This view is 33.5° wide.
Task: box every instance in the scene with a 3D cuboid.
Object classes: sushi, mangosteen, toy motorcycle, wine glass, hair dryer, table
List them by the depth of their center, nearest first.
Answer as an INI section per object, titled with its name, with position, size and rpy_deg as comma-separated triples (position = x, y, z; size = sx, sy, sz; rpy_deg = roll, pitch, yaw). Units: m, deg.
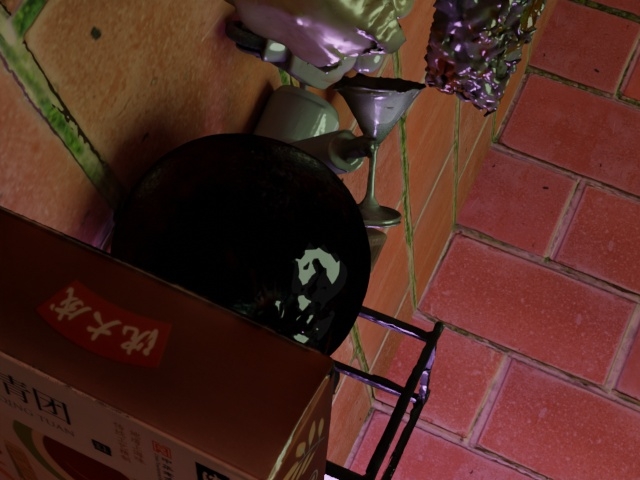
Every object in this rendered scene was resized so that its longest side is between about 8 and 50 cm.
[mangosteen]
position = -0.094, 0.012, 1.179
size = 0.300, 0.300, 0.300
rpy_deg = -59, 164, -30
[toy motorcycle]
position = -0.001, -0.246, 1.302
size = 0.260, 0.170, 0.110
rpy_deg = -35, 146, -61
[hair dryer]
position = 0.001, -0.114, 1.327
size = 0.357, 0.107, 0.173
rpy_deg = 2, -113, 66
[table]
position = -0.034, 0.219, 1.539
size = 0.222, 0.334, 0.272
rpy_deg = 90, 25, -56
[sushi]
position = 0.283, -0.403, 1.667
size = 0.418, 0.175, 0.417
rpy_deg = -61, 176, -8
[wine glass]
position = 0.086, -0.145, 1.720
size = 0.156, 0.156, 0.232
rpy_deg = -35, 132, -65

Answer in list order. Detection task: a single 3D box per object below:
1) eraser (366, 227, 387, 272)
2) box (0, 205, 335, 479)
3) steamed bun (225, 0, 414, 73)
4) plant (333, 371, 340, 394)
[eraser]
position = 0.000, 0.000, 1.722
size = 0.078, 0.144, 0.343
rpy_deg = -66, 167, 8
[box]
position = -0.169, 0.181, 0.958
size = 0.122, 0.344, 0.385
rpy_deg = -57, 162, -34
[steamed bun]
position = -0.051, -0.335, 0.876
size = 0.346, 0.237, 0.394
rpy_deg = -8, 97, -49
[plant]
position = -0.061, 0.248, 1.850
size = 0.142, 0.164, 0.256
rpy_deg = -61, 153, -25
